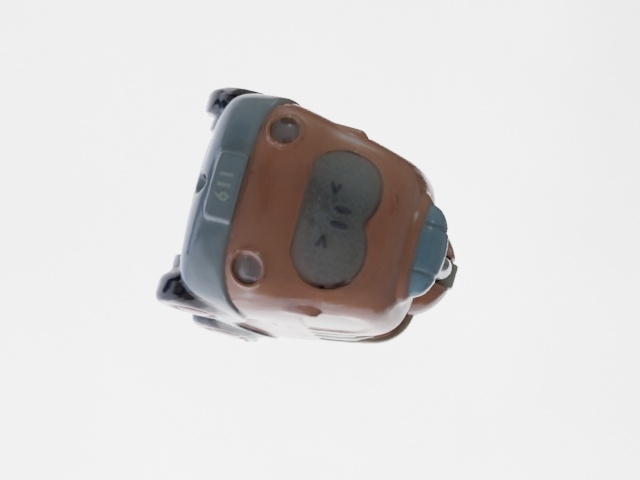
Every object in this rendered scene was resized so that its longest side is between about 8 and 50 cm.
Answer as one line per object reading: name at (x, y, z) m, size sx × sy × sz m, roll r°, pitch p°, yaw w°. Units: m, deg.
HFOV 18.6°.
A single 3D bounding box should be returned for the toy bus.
toy bus at (0.000, 0.000, 1.671) m, size 0.232 × 0.288 × 0.194 m, roll 16°, pitch -99°, yaw 10°
